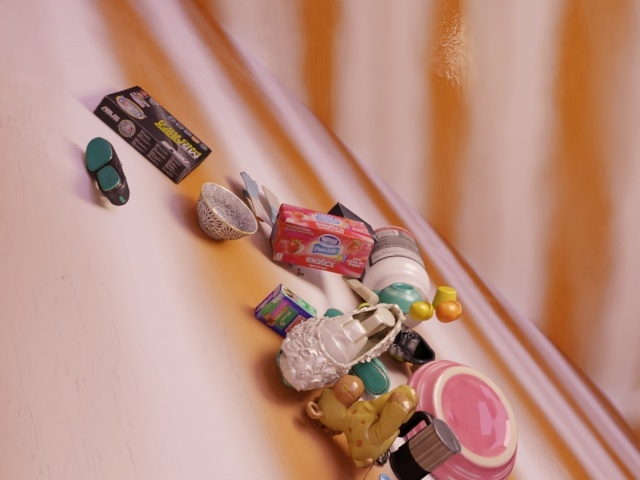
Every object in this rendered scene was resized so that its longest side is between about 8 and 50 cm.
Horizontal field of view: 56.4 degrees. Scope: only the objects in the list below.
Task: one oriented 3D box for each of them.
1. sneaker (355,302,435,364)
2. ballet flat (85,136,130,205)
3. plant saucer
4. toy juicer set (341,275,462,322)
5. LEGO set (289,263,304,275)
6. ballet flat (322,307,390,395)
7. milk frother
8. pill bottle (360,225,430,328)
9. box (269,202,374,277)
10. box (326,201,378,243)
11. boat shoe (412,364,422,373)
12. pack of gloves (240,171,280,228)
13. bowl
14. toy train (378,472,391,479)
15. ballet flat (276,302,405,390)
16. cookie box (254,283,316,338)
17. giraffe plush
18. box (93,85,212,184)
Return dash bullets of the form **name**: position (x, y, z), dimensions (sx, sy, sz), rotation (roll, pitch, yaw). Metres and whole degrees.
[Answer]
- **sneaker**: position (0.203, 0.257, 1.618), dimensions (0.300, 0.111, 0.121), rotation (30, -12, -34)
- **ballet flat**: position (-0.442, -0.140, 1.251), dimensions (0.074, 0.074, 0.203), rotation (25, 21, -46)
- **plant saucer**: position (0.359, 0.440, 1.467), dimensions (0.332, 0.084, 0.332), rotation (17, 49, -21)
- **toy juicer set**: position (0.217, 0.175, 1.595), dimensions (0.329, 0.089, 0.209), rotation (9, 14, -2)
- **LEGO set**: position (-0.072, 0.061, 1.652), dimensions (0.083, 0.023, 0.054), rotation (44, 19, -1)
- **ballet flat**: position (0.084, 0.279, 1.468), dimensions (0.247, 0.083, 0.087), rotation (53, -4, 22)
- **milk frother**: position (0.195, 0.433, 1.262), dimensions (0.143, 0.135, 0.129), rotation (16, 34, -55)
- **pill bottle**: position (0.230, 0.116, 1.883), dimensions (0.210, 0.210, 0.363), rotation (39, 20, -16)
- **box**: position (0.000, 0.000, 1.640), dimensions (0.257, 0.122, 0.128), rotation (13, 24, -16)
- **box**: position (0.066, -0.009, 1.880), dimensions (0.156, 0.158, 0.093), rotation (34, 22, -31)
- **boat shoe**: position (0.349, 0.430, 1.646), dimensions (0.092, 0.102, 0.285), rotation (26, 20, -32)
- **pack of gloves**: position (-0.170, -0.091, 1.770), dimensions (0.195, 0.046, 0.232), rotation (42, 18, -46)
- **bowl**: position (-0.243, -0.054, 1.450), dimensions (0.170, 0.080, 0.170), rotation (39, 19, -16)
- **toy train**: position (0.093, 0.483, 1.042), dimensions (0.105, 0.080, 0.184), rotation (61, 20, 16)
- **ballet flat**: position (0.063, 0.201, 1.290), dimensions (0.147, 0.147, 0.409), rotation (51, 28, 16)
- **cookie box**: position (-0.077, 0.162, 1.330), dimensions (0.107, 0.092, 0.040), rotation (38, 22, -18)
- **giraffe plush**: position (0.071, 0.341, 1.179), dimensions (0.171, 0.210, 0.181), rotation (35, -17, 20)
- **box**: position (-0.430, -0.283, 1.570), dimensions (0.270, 0.060, 0.216), rotation (41, 19, -10)
